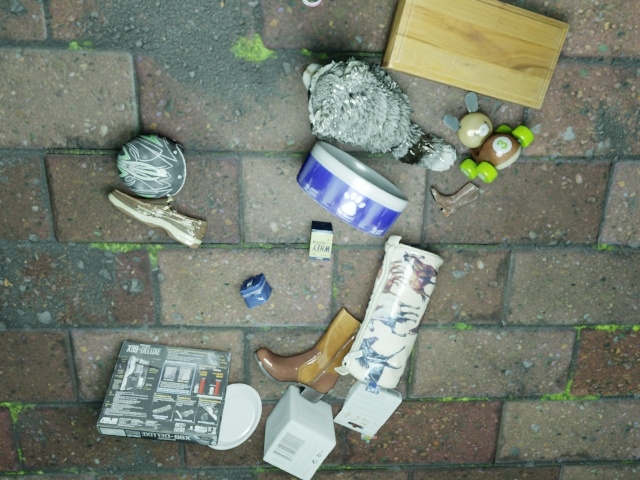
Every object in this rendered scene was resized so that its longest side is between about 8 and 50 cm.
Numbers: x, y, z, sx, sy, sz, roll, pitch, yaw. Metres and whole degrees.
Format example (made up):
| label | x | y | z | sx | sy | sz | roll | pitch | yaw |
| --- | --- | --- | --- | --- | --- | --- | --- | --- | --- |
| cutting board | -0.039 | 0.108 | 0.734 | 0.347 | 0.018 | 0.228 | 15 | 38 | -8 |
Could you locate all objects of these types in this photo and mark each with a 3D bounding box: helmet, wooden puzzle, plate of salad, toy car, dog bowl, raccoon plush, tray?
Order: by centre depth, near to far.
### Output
| label | x | y | z | sx | sy | sz | roll | pitch | yaw |
| --- | --- | --- | --- | --- | --- | --- | --- | --- | --- |
| raccoon plush | 0.159 | -0.287 | 1.168 | 0.446 | 0.299 | 0.216 | 14 | 106 | -8 |
| tray | 0.367 | -0.462 | 1.211 | 0.411 | 0.076 | 0.203 | 10 | 107 | -16 |
| dog bowl | 0.076 | -0.126 | 1.232 | 0.265 | 0.265 | 0.104 | 30 | 106 | -11 |
| helmet | -0.407 | -0.181 | 1.243 | 0.169 | 0.161 | 0.169 | -1 | 108 | -3 |
| toy car | 0.394 | -0.266 | 1.259 | 0.155 | 0.149 | 0.188 | -44 | 110 | -1 |
| plate of salad | -0.265 | 0.514 | 1.499 | 0.200 | 0.048 | 0.200 | -8 | 104 | -35 |
| wooden puzzle | 0.152 | 0.601 | 1.601 | 0.049 | 0.006 | 0.083 | -5 | 108 | -1 |

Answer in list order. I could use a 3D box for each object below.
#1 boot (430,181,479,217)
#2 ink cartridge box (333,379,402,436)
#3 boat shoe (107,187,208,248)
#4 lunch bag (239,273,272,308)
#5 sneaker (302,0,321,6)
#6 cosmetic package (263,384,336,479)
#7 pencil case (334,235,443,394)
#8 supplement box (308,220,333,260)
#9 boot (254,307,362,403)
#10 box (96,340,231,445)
| label | x | y | z | sx | sy | sz | roll | pitch | yaw |
| --- | --- | --- | --- | --- | --- | --- | --- | --- | --- |
| boot | 0.362 | -0.129 | 1.365 | 0.114 | 0.037 | 0.106 | -33 | 119 | 11 |
| ink cartridge box | 0.142 | 0.509 | 1.562 | 0.145 | 0.045 | 0.179 | 26 | 117 | -11 |
| boat shoe | -0.412 | -0.078 | 1.322 | 0.257 | 0.095 | 0.095 | 30 | 90 | -18 |
| lunch bag | -0.179 | 0.134 | 1.388 | 0.067 | 0.098 | 0.065 | -23 | 105 | 10 |
| sneaker | 0.004 | -0.631 | 1.167 | 0.072 | 0.077 | 0.178 | 9 | 106 | -7 |
| cosmetic package | -0.062 | 0.553 | 1.482 | 0.151 | 0.183 | 0.151 | 31 | 103 | -11 |
| pencil case | 0.188 | 0.193 | 1.366 | 0.183 | 0.160 | 0.410 | 13 | 99 | -39 |
| supplement box | 0.000 | 0.000 | 1.362 | 0.056 | 0.083 | 0.083 | 5 | 108 | -4 |
| boot | -0.014 | 0.307 | 1.454 | 0.264 | 0.096 | 0.280 | 38 | 101 | -13 |
| box | -0.413 | 0.412 | 1.391 | 0.307 | 0.242 | 0.076 | 7 | 140 | -6 |
